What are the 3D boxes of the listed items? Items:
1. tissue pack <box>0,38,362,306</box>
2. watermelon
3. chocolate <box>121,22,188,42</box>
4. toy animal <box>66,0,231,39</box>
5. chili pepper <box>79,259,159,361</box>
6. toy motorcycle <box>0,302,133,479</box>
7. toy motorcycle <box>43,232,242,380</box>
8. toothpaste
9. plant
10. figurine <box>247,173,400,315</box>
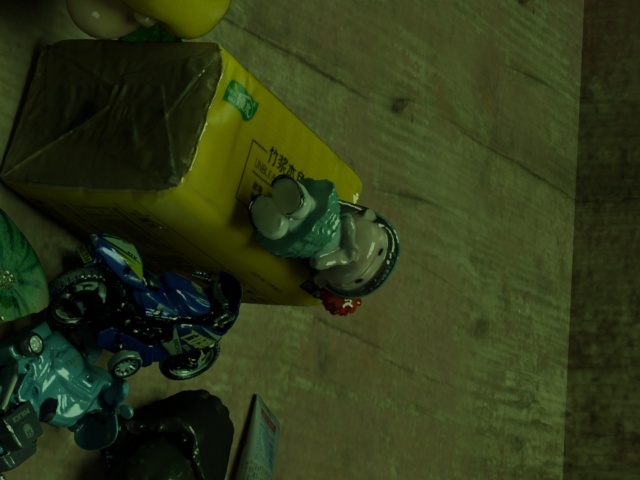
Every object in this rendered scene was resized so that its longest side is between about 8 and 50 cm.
[{"bbox_3d":[-0.167,-0.082,2.098,0.382,0.293,0.228,38,62,-54],"label":"tissue pack"},{"bbox_3d":[-0.370,0.008,1.850,0.128,0.231,0.146,-9,98,-26],"label":"watermelon"},{"bbox_3d":[-0.171,-0.184,2.292,0.291,0.110,0.110,49,48,-52],"label":"chocolate"},{"bbox_3d":[-0.237,-0.386,1.902,0.277,0.247,0.345,-55,149,-63],"label":"toy animal"},{"bbox_3d":[-0.259,0.082,2.155,0.224,0.061,0.098,44,66,-49],"label":"chili pepper"},{"bbox_3d":[-0.330,0.193,1.976,0.272,0.123,0.182,-39,108,-54],"label":"toy motorcycle"},{"bbox_3d":[-0.200,0.080,2.008,0.315,0.169,0.113,34,22,-50],"label":"toy motorcycle"},{"bbox_3d":[-0.096,0.345,2.451,0.089,0.057,0.234,59,34,-44],"label":"toothpaste"},{"bbox_3d":[-0.204,0.293,2.169,0.256,0.142,0.164,-52,133,-64],"label":"plant"},{"bbox_3d":[0.000,0.000,2.011,0.245,0.138,0.110,33,20,-52],"label":"figurine"}]
